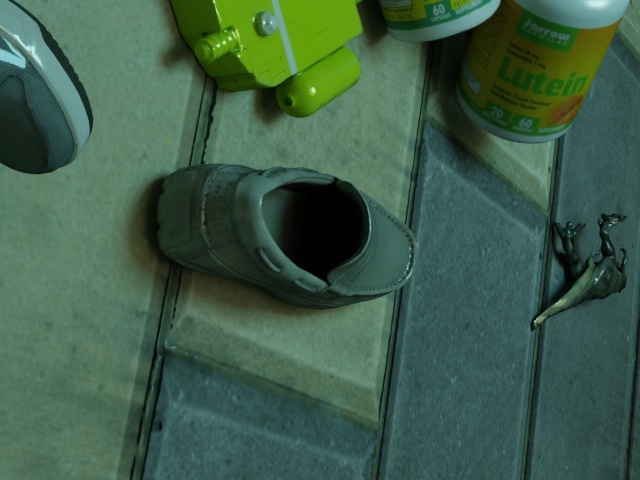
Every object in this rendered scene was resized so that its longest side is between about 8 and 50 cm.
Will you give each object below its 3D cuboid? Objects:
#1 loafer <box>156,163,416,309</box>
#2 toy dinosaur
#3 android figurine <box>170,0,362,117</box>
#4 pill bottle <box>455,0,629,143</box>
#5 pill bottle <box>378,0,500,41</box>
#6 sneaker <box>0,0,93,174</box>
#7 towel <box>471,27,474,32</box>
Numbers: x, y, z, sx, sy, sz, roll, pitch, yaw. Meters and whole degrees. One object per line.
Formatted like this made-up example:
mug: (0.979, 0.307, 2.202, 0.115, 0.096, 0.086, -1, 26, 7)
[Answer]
loafer: (0.000, 0.000, 1.040, 0.319, 0.112, 0.112, 8, 82, -55)
toy dinosaur: (0.342, 0.030, 1.597, 0.268, 0.064, 0.118, -16, 108, -52)
android figurine: (-0.038, -0.227, 1.051, 0.273, 0.056, 0.248, -39, 120, -52)
pill bottle: (0.234, -0.230, 1.280, 0.136, 0.136, 0.245, -55, 167, -42)
pill bottle: (0.092, -0.305, 1.188, 0.117, 0.118, 0.208, -47, 127, -46)
sneaker: (-0.252, -0.086, 0.657, 0.295, 0.124, 0.178, 44, 48, -36)
towel: (0.219, -0.227, 1.464, 0.152, 0.023, 0.113, 59, 46, -39)
